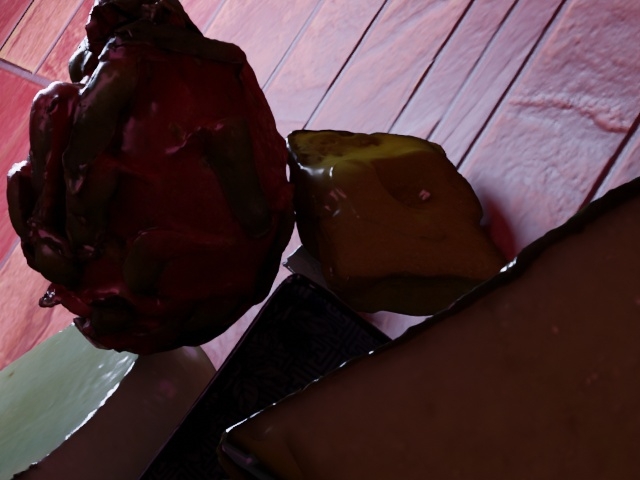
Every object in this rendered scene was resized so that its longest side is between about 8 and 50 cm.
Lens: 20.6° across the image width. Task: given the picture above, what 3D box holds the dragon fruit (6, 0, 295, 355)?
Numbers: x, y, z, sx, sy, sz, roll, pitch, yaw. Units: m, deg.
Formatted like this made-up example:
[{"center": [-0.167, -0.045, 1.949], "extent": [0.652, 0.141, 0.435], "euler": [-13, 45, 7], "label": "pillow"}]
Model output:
[{"center": [-0.140, -0.053, 1.455], "extent": [0.231, 0.237, 0.302], "euler": [-117, 22, -60], "label": "dragon fruit"}]

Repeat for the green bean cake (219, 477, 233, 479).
[{"center": [-0.024, 0.277, 1.196], "extent": [0.113, 0.214, 0.200], "euler": [-18, 51, 8], "label": "green bean cake"}]

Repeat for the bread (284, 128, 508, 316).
[{"center": [0.054, -0.014, 1.480], "extent": [0.233, 0.161, 0.088], "euler": [-105, 30, -50], "label": "bread"}]

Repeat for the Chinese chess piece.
[{"center": [-0.240, 0.211, 1.593], "extent": [0.349, 0.146, 0.349], "euler": [-33, 18, 12], "label": "Chinese chess piece"}]

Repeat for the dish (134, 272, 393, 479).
[{"center": [-0.017, 0.170, 1.408], "extent": [0.243, 0.182, 0.080], "euler": [-53, -7, 4], "label": "dish"}]

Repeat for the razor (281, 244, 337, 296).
[{"center": [0.000, 0.000, 1.639], "extent": [0.040, 0.068, 0.135], "euler": [-41, 21, 19], "label": "razor"}]

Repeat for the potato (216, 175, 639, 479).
[{"center": [0.152, 0.166, 1.094], "extent": [0.330, 0.212, 0.280], "euler": [-33, 71, -9], "label": "potato"}]
